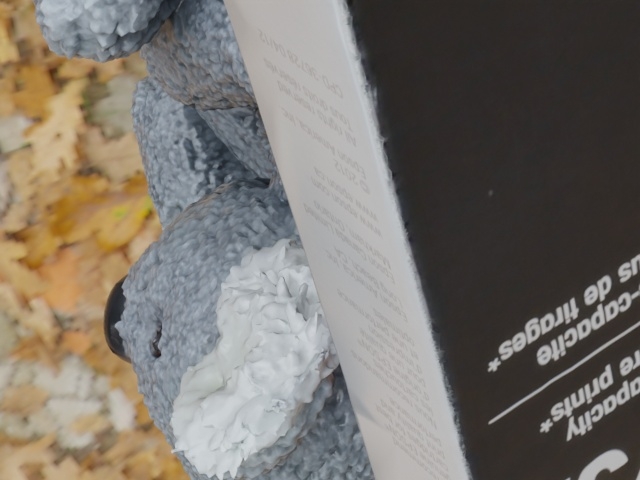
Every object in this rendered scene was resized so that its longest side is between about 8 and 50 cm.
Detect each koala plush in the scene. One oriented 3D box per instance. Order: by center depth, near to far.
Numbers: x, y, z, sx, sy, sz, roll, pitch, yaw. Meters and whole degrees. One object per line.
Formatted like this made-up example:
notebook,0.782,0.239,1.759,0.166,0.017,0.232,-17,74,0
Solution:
koala plush,0.000,0.000,0.681,0.203,0.196,0.221,1,63,13

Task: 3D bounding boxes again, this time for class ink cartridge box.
ink cartridge box,0.079,-0.029,0.482,0.069,0.176,0.371,41,157,41
